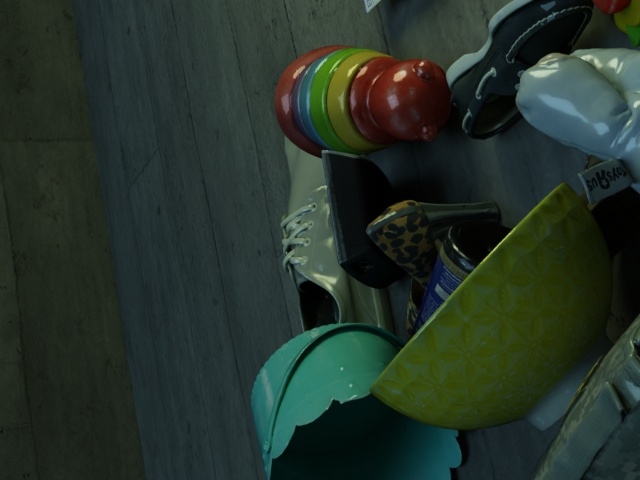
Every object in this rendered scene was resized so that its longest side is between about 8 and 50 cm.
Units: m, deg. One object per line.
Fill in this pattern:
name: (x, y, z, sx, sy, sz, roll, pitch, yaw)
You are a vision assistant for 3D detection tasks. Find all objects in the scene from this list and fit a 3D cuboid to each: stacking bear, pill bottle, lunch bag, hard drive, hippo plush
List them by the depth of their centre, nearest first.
hippo plush: (0.315, -0.162, 0.879, 0.234, 0.294, 0.236, 33, 117, 18)
lunch bag: (0.313, 0.157, 0.887, 0.169, 0.287, 0.235, 62, 144, 38)
pill bottle: (0.185, 0.095, 1.294, 0.123, 0.123, 0.219, 54, 137, 46)
hard drive: (0.067, -0.026, 1.430, 0.255, 0.054, 0.172, 31, -131, -71)
stacking bear: (0.074, -0.194, 1.447, 0.289, 0.164, 0.175, 10, 102, 57)

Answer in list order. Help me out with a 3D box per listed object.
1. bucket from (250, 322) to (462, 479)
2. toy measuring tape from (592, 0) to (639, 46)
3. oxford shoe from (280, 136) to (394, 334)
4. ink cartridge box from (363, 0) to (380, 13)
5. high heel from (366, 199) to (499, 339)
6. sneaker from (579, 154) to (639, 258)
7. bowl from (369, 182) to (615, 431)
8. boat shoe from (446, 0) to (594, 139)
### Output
bucket: (0.039, 0.260, 1.439, 0.183, 0.281, 0.281, -121, 37, -54)
toy measuring tape: (0.310, -0.287, 0.942, 0.330, 0.121, 0.121, 73, -176, -74)
oxford shoe: (0.000, 0.000, 1.630, 0.169, 0.130, 0.449, -46, 52, 56)
ink cartridge box: (0.109, -0.458, 1.457, 0.208, 0.045, 0.206, -34, 63, 57)
high heel: (0.108, 0.048, 1.364, 0.093, 0.186, 0.261, 60, 142, 38)
sneaker: (0.315, -0.066, 1.115, 0.071, 0.066, 0.188, -105, 27, -61)
bowl: (0.202, 0.099, 1.042, 0.156, 0.289, 0.289, 44, 139, 9)
boat shoe: (0.233, -0.200, 1.177, 0.302, 0.114, 0.091, 126, 133, -75)
